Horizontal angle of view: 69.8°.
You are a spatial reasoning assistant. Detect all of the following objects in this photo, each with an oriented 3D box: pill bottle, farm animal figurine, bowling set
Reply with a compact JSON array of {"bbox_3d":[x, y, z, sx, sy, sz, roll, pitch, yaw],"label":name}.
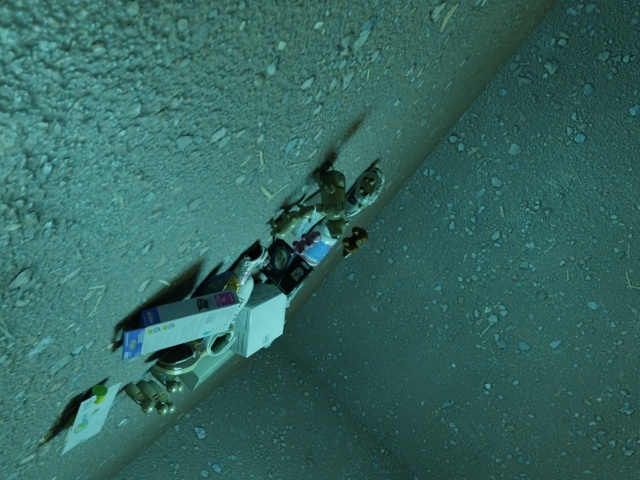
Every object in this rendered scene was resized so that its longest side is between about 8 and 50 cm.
[{"bbox_3d":[0.000,0.000,2.098,0.221,0.124,0.124,-52,170,30],"label":"pill bottle"},{"bbox_3d":[0.018,-0.092,1.532,0.172,0.330,0.327,19,85,-77],"label":"farm animal figurine"},{"bbox_3d":[-0.571,0.536,1.702,0.200,0.154,0.287,-45,171,-9],"label":"bowling set"}]

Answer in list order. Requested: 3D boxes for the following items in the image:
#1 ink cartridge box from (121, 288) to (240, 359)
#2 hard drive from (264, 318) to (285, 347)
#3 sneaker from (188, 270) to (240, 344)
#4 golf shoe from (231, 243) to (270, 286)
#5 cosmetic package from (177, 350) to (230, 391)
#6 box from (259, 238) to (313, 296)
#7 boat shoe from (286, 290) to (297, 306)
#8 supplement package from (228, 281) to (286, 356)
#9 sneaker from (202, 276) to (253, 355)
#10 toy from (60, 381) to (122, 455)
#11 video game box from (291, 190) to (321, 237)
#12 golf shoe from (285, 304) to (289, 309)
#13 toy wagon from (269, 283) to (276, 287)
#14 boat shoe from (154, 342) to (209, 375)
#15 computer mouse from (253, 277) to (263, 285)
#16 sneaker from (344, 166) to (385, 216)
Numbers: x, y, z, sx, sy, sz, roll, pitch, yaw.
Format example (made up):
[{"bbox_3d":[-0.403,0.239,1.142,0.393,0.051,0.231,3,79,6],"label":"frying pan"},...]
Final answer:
[{"bbox_3d":[-0.393,0.231,1.277,0.311,0.065,0.186,-13,152,-33],"label":"ink cartridge box"},{"bbox_3d":[-0.274,0.374,2.202,0.040,0.203,0.308,-26,161,-34],"label":"hard drive"},{"bbox_3d":[-0.354,0.196,1.489,0.296,0.111,0.131,-50,-170,20],"label":"sneaker"},{"bbox_3d":[-0.255,0.085,1.539,0.186,0.067,0.086,-44,144,-17],"label":"golf shoe"},{"bbox_3d":[-0.506,0.541,2.150,0.309,0.113,0.160,-36,166,-46],"label":"cosmetic package"},{"bbox_3d":[-0.137,0.103,1.738,0.147,0.180,0.077,-45,171,-8],"label":"box"},{"bbox_3d":[-0.178,0.257,2.445,0.320,0.118,0.103,-43,165,-47],"label":"boat shoe"},{"bbox_3d":[-0.269,0.309,1.842,0.261,0.145,0.204,-20,121,-61],"label":"supplement package"},{"bbox_3d":[-0.308,0.262,1.593,0.293,0.108,0.169,-56,-148,1],"label":"sneaker"},{"bbox_3d":[-0.696,0.516,1.370,0.237,0.056,0.137,-56,164,23],"label":"toy"},{"bbox_3d":[-0.014,-0.122,1.761,0.205,0.048,0.187,-39,166,-39],"label":"video game box"},{"bbox_3d":[-0.230,0.349,2.570,0.105,0.120,0.273,-50,172,7],"label":"golf shoe"},{"bbox_3d":[-0.177,0.207,2.230,0.345,0.068,0.267,-61,168,12],"label":"toy wagon"},{"bbox_3d":[-0.478,0.387,1.699,0.342,0.123,0.123,-14,117,-65],"label":"boat shoe"},{"bbox_3d":[-0.317,0.232,1.916,0.242,0.041,0.071,-39,168,-41],"label":"computer mouse"},{"bbox_3d":[0.179,-0.227,2.088,0.272,0.100,0.108,-50,157,0],"label":"sneaker"}]
